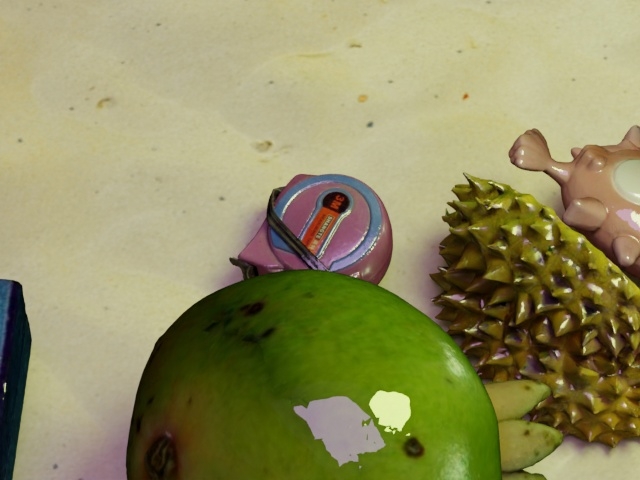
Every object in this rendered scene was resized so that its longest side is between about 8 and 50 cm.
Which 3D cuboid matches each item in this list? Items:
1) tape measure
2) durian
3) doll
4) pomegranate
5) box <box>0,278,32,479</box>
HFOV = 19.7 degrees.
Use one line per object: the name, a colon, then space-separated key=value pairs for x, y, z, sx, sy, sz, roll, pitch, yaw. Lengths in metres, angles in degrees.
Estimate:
tape measure: x=0.000 y=0.000 z=1.607 sx=0.125 sy=0.074 sz=0.118 roll=24 pitch=65 yaw=19
durian: x=0.195 y=0.048 z=1.539 sx=0.260 sy=0.186 sz=0.154 roll=27 pitch=54 yaw=30
doll: x=0.283 y=-0.026 z=1.596 sx=0.262 sy=0.093 sz=0.211 roll=29 pitch=31 yaw=-1
pomegranate: x=0.032 y=0.131 z=1.396 sx=0.358 sy=0.216 sz=0.310 roll=-5 pitch=24 yaw=-32
box: x=-0.386 y=0.159 z=1.467 sx=0.279 sy=0.116 sz=0.261 roll=2 pitch=56 yaw=1
